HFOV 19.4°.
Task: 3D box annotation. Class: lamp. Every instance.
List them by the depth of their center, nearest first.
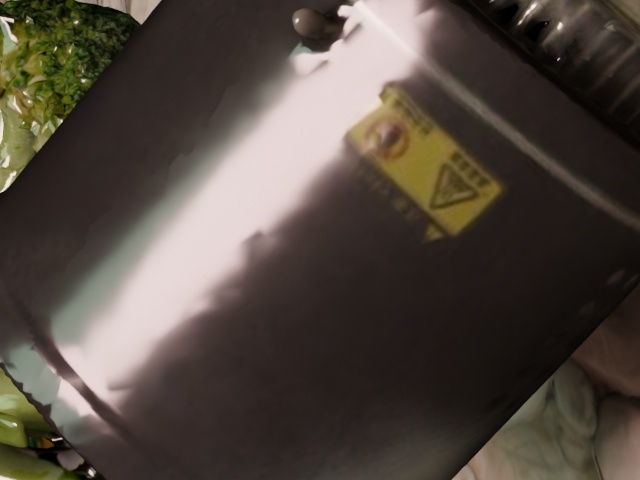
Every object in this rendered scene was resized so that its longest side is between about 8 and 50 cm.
[{"bbox_3d":[0.007,-0.017,0.689,0.205,0.374,0.272,43,124,8],"label":"lamp"}]

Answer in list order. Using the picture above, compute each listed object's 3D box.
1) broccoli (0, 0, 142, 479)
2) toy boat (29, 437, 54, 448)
[{"bbox_3d":[-0.114,0.038,0.954,0.304,0.283,0.321,68,179,-59],"label":"broccoli"},{"bbox_3d":[-0.240,0.163,1.463,0.229,0.088,0.089,30,122,59],"label":"toy boat"}]
